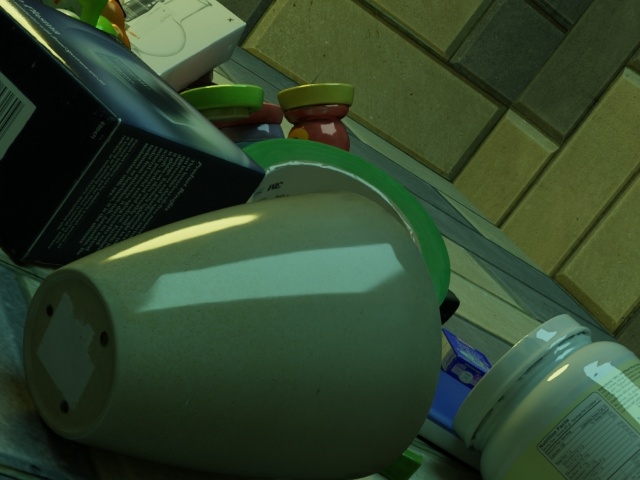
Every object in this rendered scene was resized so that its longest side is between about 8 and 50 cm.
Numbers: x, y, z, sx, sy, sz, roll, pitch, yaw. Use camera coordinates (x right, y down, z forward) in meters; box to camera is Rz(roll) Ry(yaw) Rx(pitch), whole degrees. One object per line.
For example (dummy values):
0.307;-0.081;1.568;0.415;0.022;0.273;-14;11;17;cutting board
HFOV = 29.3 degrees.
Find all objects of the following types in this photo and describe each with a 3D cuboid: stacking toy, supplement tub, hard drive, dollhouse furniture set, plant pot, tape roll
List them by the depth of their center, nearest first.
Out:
-0.088;0.084;0.987;0.274;0.256;0.256;0;36;-44;plant pot
0.078;0.199;1.361;0.059;0.076;0.151;32;22;-13;dollhouse furniture set
0.334;0.266;1.406;0.325;0.235;0.235;46;14;23;supplement tub
0.005;0.009;1.536;0.321;0.077;0.321;18;40;-16;tape roll
0.165;0.223;1.609;0.319;0.040;0.210;33;12;-18;hard drive
-0.120;-0.158;1.934;0.280;0.130;0.309;-4;-3;-36;stacking toy

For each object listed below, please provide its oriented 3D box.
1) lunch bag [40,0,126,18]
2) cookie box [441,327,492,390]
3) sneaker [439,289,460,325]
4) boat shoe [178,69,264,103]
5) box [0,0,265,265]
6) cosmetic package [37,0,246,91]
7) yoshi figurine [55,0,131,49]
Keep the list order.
-0.368;-0.380;1.907;0.151;0.096;0.128;-89;159;-58;lunch bag
0.227;0.194;1.913;0.092;0.040;0.107;33;12;-17;cookie box
0.141;0.070;2.048;0.130;0.087;0.227;41;9;28;sneaker
-0.242;-0.293;2.239;0.342;0.123;0.123;31;13;-28;boat shoe
-0.267;-0.118;1.322;0.296;0.182;0.294;42;11;24;box
-0.359;-0.408;2.113;0.377;0.097;0.284;38;39;7;cosmetic package
-0.395;-0.293;1.669;0.203;0.203;0.362;21;13;3;yoshi figurine
